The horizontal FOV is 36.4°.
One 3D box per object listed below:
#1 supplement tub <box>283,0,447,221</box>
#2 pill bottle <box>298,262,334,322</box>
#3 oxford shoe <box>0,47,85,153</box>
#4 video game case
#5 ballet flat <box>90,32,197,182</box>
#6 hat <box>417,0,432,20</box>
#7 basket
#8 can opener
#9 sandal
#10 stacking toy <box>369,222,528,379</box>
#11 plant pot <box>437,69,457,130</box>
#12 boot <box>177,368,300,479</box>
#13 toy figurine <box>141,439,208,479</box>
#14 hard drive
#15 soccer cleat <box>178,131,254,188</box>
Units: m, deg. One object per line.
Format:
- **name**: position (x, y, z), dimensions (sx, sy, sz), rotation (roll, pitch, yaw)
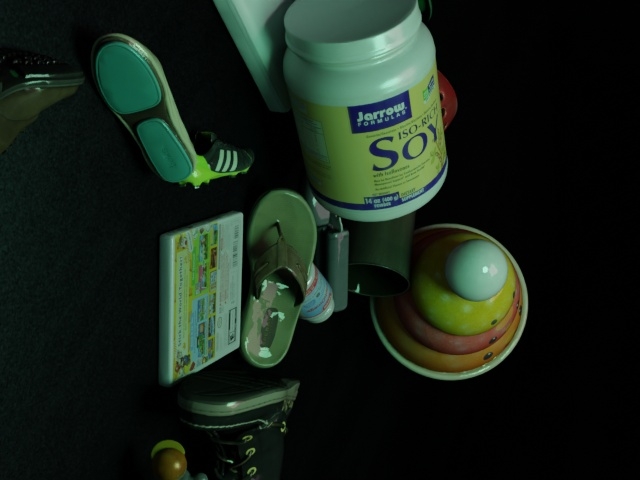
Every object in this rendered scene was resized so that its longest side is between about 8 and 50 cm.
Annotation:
- **supplement tub**: position (0.072, -0.223, 1.558), dimensions (0.241, 0.241, 0.331), rotation (-60, 149, -41)
- **pill bottle**: position (-0.029, 0.089, 1.732), dimensions (0.160, 0.087, 0.087), rotation (54, 49, -58)
- **oxford shoe**: position (-0.330, -0.141, 1.005), dimensions (0.227, 0.083, 0.096), rotation (-36, 148, -58)
- **video game case**: position (-0.179, 0.082, 1.469), dimensions (0.206, 0.026, 0.226), rotation (-25, 121, -63)
- **ballet flat**: position (-0.223, -0.179, 1.236), dimensions (0.248, 0.086, 0.086), rotation (73, 34, -47)
- **hat**: position (0.108, -0.477, 1.947), dimensions (0.208, 0.184, 0.173), rotation (62, -2, 29)
- **basket**: position (0.119, -0.024, 1.960), dimensions (0.204, 0.154, 0.226), rotation (110, -8, -71)
- **can opener**: position (0.000, 0.000, 1.824), dimensions (0.095, 0.076, 0.283), rotation (-11, 112, -31)
- **sandal**: position (-0.064, 0.066, 1.586), dimensions (0.086, 0.120, 0.302), rotation (-155, -110, -70)
- **stacking toy**: position (0.281, 0.099, 1.969), dimensions (0.480, 0.351, 0.350), rotation (85, 17, -80)
- **plant pot**: position (0.146, -0.240, 1.891), dimensions (0.174, 0.191, 0.191), rotation (-55, 146, -28)
- **boot**: position (-0.135, 0.346, 1.497), dimensions (0.377, 0.138, 0.284), rotation (24, 76, -79)
- **toy figurine**: position (-0.193, 0.392, 1.284), dimensions (0.213, 0.210, 0.148), rotation (-38, 144, -38)
- **hard drive**: position (-0.082, -0.399, 1.507), dimensions (0.353, 0.047, 0.233), rotation (62, 42, -54)
- **soccer cleat**: position (-0.151, -0.127, 1.424), dimensions (0.179, 0.060, 0.072), rotation (-28, 122, -58)
